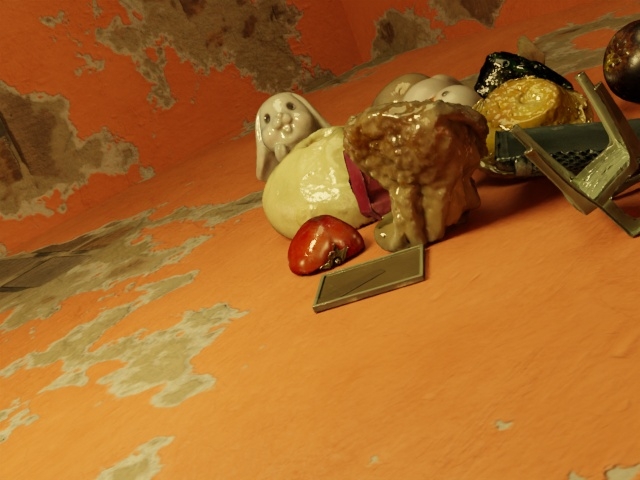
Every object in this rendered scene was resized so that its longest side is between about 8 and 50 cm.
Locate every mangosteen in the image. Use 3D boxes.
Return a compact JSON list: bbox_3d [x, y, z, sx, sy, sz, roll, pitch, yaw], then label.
[{"bbox_3d":[0.749,-0.398,1.947,0.217,0.192,0.192,7,8,-18],"label":"mangosteen"}]

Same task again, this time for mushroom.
[{"bbox_3d":[0.249,-0.377,2.513,0.226,0.178,0.226,-29,-15,-9],"label":"mushroom"}]

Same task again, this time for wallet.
[{"bbox_3d":[0.493,-0.167,1.593,0.342,0.075,0.237,-3,17,11],"label":"wallet"}]

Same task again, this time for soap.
[{"bbox_3d":[0.189,-0.147,1.815,0.249,0.162,0.099,-16,3,-14],"label":"soap"}]

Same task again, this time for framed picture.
[{"bbox_3d":[0.089,0.067,1.547,0.203,0.015,0.150,-18,17,12],"label":"framed picture"}]

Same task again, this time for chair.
[{"bbox_3d":[0.469,-0.123,1.373,0.190,0.274,0.203,-42,13,16],"label":"chair"}]

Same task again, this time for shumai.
[{"bbox_3d":[0.175,-0.112,1.591,0.266,0.263,0.314,2,-5,-11],"label":"shumai"}]

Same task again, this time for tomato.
[{"bbox_3d":[0.000,0.000,1.738,0.159,0.091,0.139,-27,16,-9],"label":"tomato"}]

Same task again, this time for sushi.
[{"bbox_3d":[0.480,-0.361,2.041,0.225,0.127,0.124,24,24,1],"label":"sushi"}]

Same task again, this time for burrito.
[{"bbox_3d":[0.511,-0.414,2.315,0.135,0.190,0.332,24,37,16],"label":"burrito"}]

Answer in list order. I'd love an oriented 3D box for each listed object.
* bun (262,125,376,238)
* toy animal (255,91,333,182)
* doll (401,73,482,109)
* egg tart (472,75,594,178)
[{"bbox_3d":[0.029,-0.154,2.000,0.364,0.202,0.364,-21,18,7],"label":"bun"},{"bbox_3d":[-0.051,-0.255,2.346,0.249,0.289,0.174,-2,14,-4],"label":"toy animal"},{"bbox_3d":[0.310,-0.290,2.036,0.251,0.221,0.221,9,-8,-42],"label":"doll"},{"bbox_3d":[0.427,-0.253,1.813,0.294,0.116,0.295,-13,43,13],"label":"egg tart"}]
